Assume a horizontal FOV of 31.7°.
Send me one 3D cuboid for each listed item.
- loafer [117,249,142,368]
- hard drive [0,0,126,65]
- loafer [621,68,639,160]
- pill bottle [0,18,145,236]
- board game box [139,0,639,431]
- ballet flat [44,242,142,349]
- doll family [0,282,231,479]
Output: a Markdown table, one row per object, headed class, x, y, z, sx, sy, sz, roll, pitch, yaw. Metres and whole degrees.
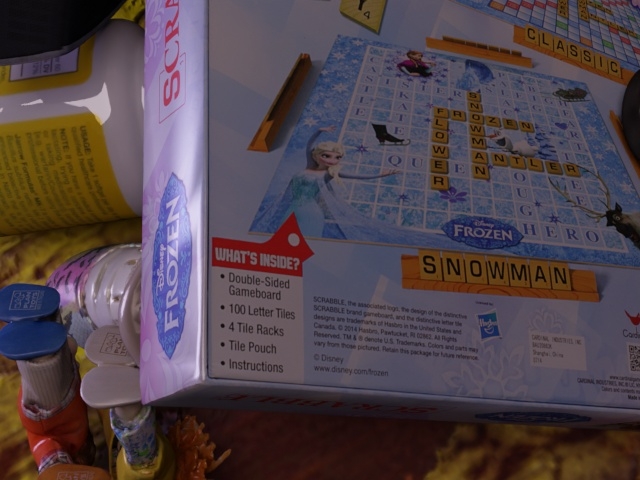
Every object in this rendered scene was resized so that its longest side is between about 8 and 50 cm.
| class | x | y | z | sx | sy | sz | roll | pitch | yaw |
| --- | --- | --- | --- | --- | --- | --- | --- | --- | --- |
| loafer | 0.000 | 0.000 | 0.600 | 0.268 | 0.092 | 0.102 | -32 | 92 | -35 |
| hard drive | -0.121 | -0.211 | 0.631 | 0.054 | 0.172 | 0.255 | 16 | 34 | -1 |
| loafer | 0.259 | -0.028 | 0.576 | 0.220 | 0.078 | 0.080 | 25 | 67 | -15 |
| pill bottle | -0.154 | -0.066 | 0.673 | 0.208 | 0.119 | 0.119 | -7 | 73 | 7 |
| board game box | 0.067 | -0.070 | 0.567 | 0.318 | 0.066 | 0.318 | 9 | 71 | -32 |
| ballet flat | -0.068 | 0.044 | 0.648 | 0.221 | 0.079 | 0.077 | 16 | 78 | 14 |
| doll family | -0.105 | 0.154 | 0.564 | 0.118 | 0.163 | 0.263 | -1 | 46 | 0 |
